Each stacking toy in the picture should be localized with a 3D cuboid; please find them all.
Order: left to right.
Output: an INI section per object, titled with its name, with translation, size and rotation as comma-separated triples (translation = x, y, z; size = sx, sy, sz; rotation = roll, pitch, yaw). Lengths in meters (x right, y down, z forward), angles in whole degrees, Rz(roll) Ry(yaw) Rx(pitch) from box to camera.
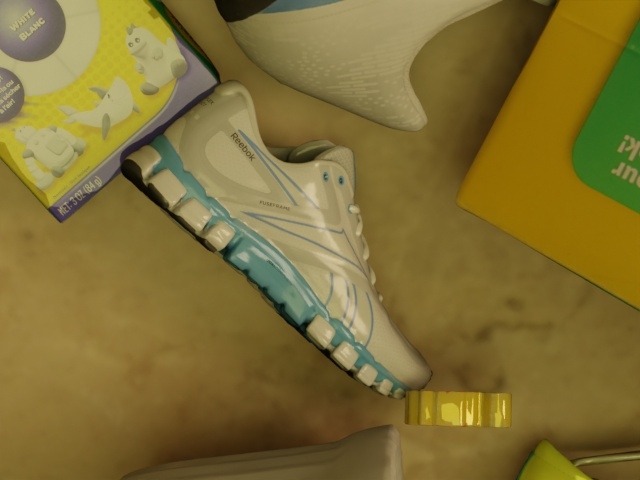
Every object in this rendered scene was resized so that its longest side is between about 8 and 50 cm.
[stacking toy]
translation = 0.149, 0.154, 0.799
size = 0.221, 0.052, 0.167
rotation = 1, 84, 0

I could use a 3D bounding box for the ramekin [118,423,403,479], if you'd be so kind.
[ramekin]
translation = -0.025, 0.224, 0.759
size = 0.135, 0.277, 0.277
rotation = -3, 102, 3

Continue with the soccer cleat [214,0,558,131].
[soccer cleat]
translation = 0.091, -0.196, 0.769
size = 0.143, 0.116, 0.331
rotation = 37, 99, -27

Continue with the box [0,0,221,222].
[box]
translation = -0.142, -0.109, 0.791
size = 0.105, 0.043, 0.179
rotation = -41, 101, 3

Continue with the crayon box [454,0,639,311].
[crayon box]
translation = 0.287, -0.065, 0.708
size = 0.363, 0.106, 0.313
rotation = 32, 101, 28

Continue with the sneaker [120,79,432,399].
[sneaker]
translation = 0.000, 0.000, 0.805
size = 0.083, 0.071, 0.190
rotation = -48, 116, -6

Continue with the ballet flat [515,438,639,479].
[ballet flat]
translation = 0.207, 0.148, 0.862
size = 0.231, 0.077, 0.077
rotation = 11, 84, -5
